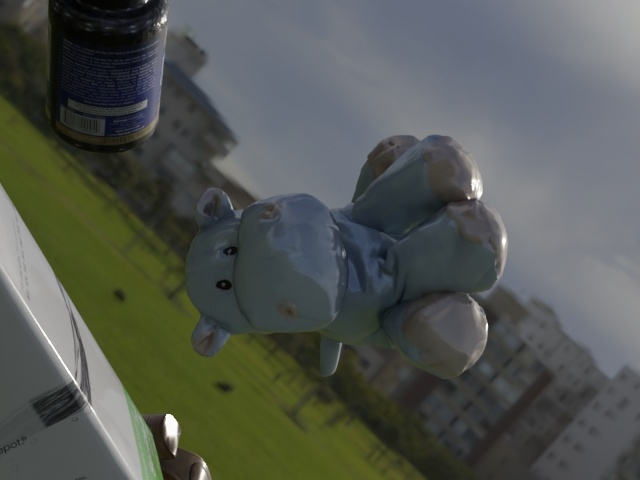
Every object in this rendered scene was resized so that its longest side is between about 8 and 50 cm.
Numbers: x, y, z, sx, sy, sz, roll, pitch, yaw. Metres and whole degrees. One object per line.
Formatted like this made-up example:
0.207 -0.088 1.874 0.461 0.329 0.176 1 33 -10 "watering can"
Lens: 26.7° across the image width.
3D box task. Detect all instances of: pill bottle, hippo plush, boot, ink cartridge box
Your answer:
-0.221 -0.207 1.394 0.123 0.123 0.219 41 -40 27 "pill bottle"
0.000 0.000 1.223 0.237 0.234 0.294 11 -9 -31 "hippo plush"
-0.216 0.276 1.561 0.073 0.152 0.197 -73 148 -54 "boot"
-0.231 0.106 0.805 0.114 0.198 0.272 -112 180 -50 "ink cartridge box"
